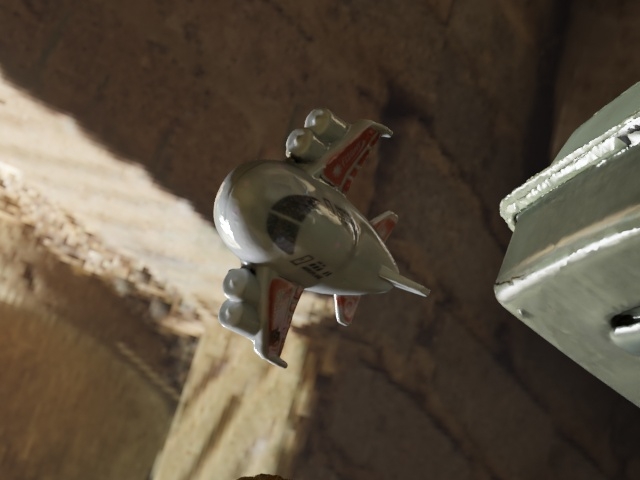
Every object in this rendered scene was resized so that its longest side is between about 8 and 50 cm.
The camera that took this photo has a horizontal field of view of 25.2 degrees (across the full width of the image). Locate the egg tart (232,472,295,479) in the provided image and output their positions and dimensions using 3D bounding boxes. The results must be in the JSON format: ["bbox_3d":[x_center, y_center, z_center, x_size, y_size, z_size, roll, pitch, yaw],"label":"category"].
[{"bbox_3d":[-0.014,0.295,0.937,0.294,0.123,0.294,30,135,35],"label":"egg tart"}]

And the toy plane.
[{"bbox_3d":[-0.003,-0.001,1.364,0.118,0.252,0.252,20,164,44],"label":"toy plane"}]

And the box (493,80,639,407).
[{"bbox_3d":[0.258,-0.002,0.957,0.220,0.166,0.290,36,158,-6],"label":"box"}]
